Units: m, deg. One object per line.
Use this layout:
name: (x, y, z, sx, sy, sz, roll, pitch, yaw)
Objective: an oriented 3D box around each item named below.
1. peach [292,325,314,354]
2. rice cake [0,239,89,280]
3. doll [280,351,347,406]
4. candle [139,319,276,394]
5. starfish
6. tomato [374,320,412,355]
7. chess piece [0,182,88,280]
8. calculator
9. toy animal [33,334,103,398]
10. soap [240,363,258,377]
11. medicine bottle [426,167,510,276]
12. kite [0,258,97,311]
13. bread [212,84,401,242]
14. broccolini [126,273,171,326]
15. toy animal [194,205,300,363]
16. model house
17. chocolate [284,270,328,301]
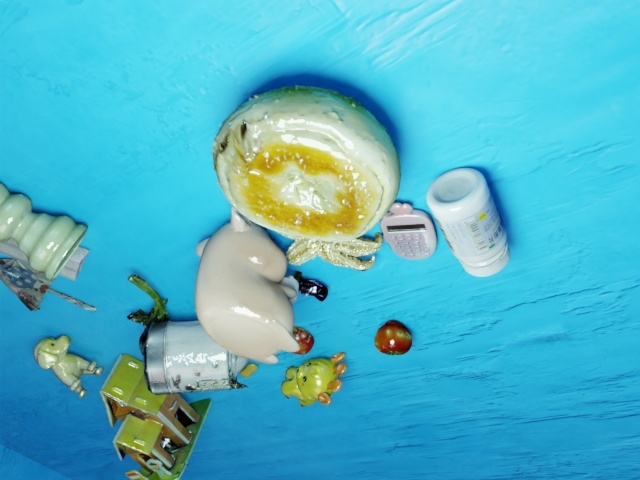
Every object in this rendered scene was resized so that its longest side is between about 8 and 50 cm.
peach: (-0.057, 0.256, 1.551, 0.077, 0.050, 0.083, -3, 141, 22)
rice cake: (-0.704, 0.009, 1.467, 0.298, 0.050, 0.106, 22, 140, -8)
doll: (-0.007, 0.368, 1.602, 0.135, 0.143, 0.221, 36, 143, -21)
candle: (-0.273, 0.284, 1.538, 0.330, 0.187, 0.187, -3, 140, -5)
starfish: (-0.001, 0.001, 1.223, 0.238, 0.071, 0.216, 26, 134, -3)
tomato: (0.169, 0.224, 1.421, 0.087, 0.075, 0.087, 4, 153, 2)
chess piece: (-0.655, -0.036, 1.340, 0.251, 0.144, 0.144, 33, 138, -13)
calculator: (0.167, -0.018, 1.175, 0.103, 0.024, 0.166, -2, 140, 21)
toy animal: (-0.761, 0.378, 1.874, 0.169, 0.121, 0.233, 24, 153, 15)
soap: (-0.203, 0.368, 1.755, 0.034, 0.012, 0.089, 28, 139, -14)
medicine bottle: (0.261, -0.028, 1.070, 0.103, 0.102, 0.186, -11, 133, 28)
kite: (-0.744, 0.121, 1.644, 0.314, 0.011, 0.335, 30, 139, -18)
bread: (-0.019, -0.128, 1.001, 0.306, 0.158, 0.305, 9, 144, 7)
broccolini: (-0.445, 0.156, 1.547, 0.123, 0.062, 0.271, -6, 144, 2)
toy animal: (-0.139, 0.087, 1.224, 0.213, 0.256, 0.195, 23, 137, -26)
model house: (-0.579, 0.536, 1.869, 0.340, 0.300, 0.323, -21, 119, 28)
chocolate: (-0.053, 0.092, 1.354, 0.147, 0.072, 0.070, 9, 100, -5)
